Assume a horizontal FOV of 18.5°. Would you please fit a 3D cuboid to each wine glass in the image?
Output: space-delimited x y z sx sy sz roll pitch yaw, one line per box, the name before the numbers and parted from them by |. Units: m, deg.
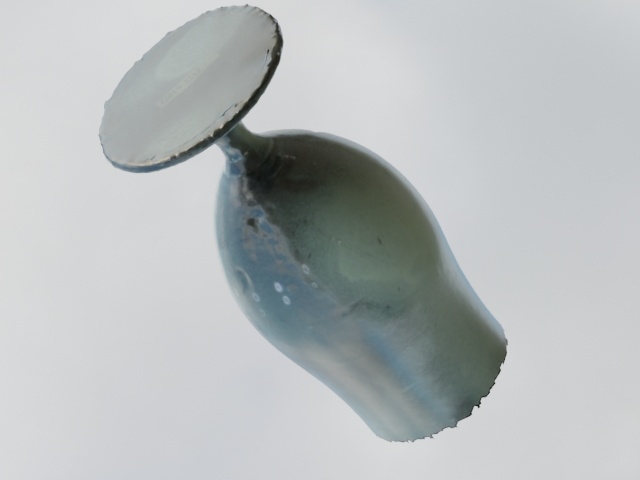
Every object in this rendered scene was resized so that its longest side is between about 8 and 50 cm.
wine glass | 0.000 0.000 0.834 0.202 0.093 0.093 51 -150 -37
